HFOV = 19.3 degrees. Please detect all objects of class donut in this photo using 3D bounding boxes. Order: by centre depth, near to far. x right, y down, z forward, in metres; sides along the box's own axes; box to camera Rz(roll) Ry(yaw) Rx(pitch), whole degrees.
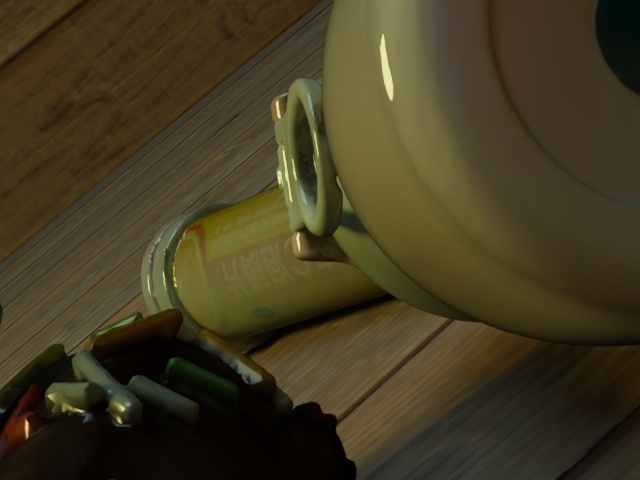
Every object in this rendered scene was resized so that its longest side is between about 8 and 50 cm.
[{"bbox_3d":[-0.104,0.124,0.519,0.270,0.103,0.270,-38,11,8],"label":"donut"}]

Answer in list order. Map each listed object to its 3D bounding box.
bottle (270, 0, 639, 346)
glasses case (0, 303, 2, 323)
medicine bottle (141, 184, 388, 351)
[{"bbox_3d":[0.064,-0.037,0.562,0.147,0.147,0.236,-40,1,-12],"label":"bottle"},{"bbox_3d":[-0.150,0.063,0.531,0.067,0.045,0.178,-35,9,35],"label":"glasses case"},{"bbox_3d":[0.000,0.000,0.822,0.074,0.074,0.218,-44,12,-31],"label":"medicine bottle"}]
